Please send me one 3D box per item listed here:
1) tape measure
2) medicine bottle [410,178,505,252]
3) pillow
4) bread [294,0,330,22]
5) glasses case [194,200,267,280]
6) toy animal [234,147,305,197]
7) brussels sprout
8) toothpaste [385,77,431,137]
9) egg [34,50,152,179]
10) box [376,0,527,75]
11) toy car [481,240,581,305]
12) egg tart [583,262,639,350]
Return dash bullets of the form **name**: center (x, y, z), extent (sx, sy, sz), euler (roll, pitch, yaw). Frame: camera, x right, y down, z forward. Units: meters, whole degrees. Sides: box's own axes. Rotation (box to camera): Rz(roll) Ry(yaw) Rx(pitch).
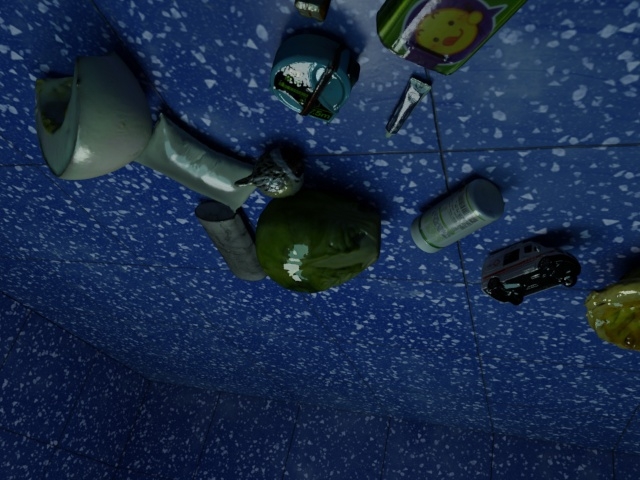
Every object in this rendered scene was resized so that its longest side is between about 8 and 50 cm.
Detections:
- **tape measure**: center (-0.014, -0.249, 0.832), extent (0.125, 0.081, 0.146), euler (20, 150, -16)
- **medicine bottle**: center (0.263, -0.045, 1.057), extent (0.086, 0.086, 0.183), euler (25, 149, -19)
- **pillow**: center (-0.245, -0.156, 1.106), extent (0.253, 0.078, 0.144), euler (28, 139, -23)
- **bread**: center (-0.006, -0.330, 0.724), extent (0.043, 0.062, 0.109), euler (18, -167, -3)
- **glasses case**: center (-0.219, 0.009, 1.393), extent (0.114, 0.060, 0.299), euler (8, 150, 16)
- **toy animal**: center (-0.096, -0.135, 1.050), extent (0.137, 0.098, 0.098), euler (1, 153, -14)
- **brussels sprout**: center (0.000, 0.000, 1.140), extent (0.271, 0.210, 0.220), euler (-1, 129, -4)
- **toothpaste**: center (0.137, -0.213, 0.889), extent (0.037, 0.021, 0.140), euler (20, 149, -8)
- **egg**: center (-0.396, -0.211, 0.975), extent (0.161, 0.207, 0.270), euler (-4, 177, -40)
- **box**: center (0.202, -0.331, 0.580), extent (0.134, 0.097, 0.345), euler (16, 152, -20)
- **toy car**: center (0.440, 0.056, 1.138), extent (0.089, 0.108, 0.209), euler (30, 143, -22)
- **egg tart**: center (0.724, 0.132, 1.107), extent (0.340, 0.132, 0.341), euler (10, 150, 6)
